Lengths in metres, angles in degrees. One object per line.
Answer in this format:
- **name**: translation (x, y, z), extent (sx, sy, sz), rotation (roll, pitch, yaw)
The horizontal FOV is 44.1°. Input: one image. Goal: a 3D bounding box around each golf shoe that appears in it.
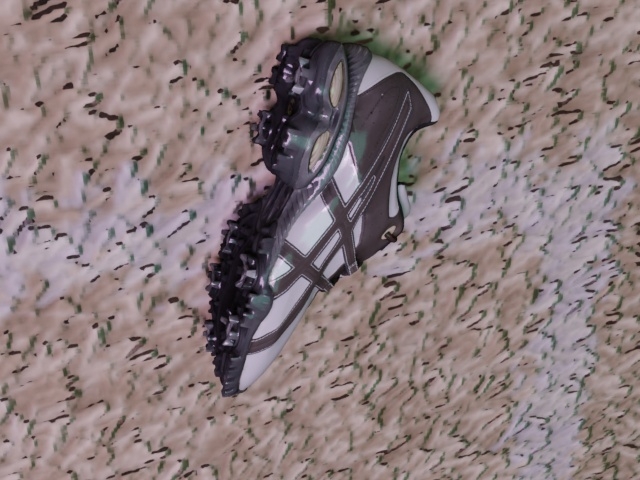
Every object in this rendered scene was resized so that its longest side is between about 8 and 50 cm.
- **golf shoe**: translation (0.000, 0.000, 0.408), extent (0.094, 0.077, 0.198), rotation (11, 113, -24)
